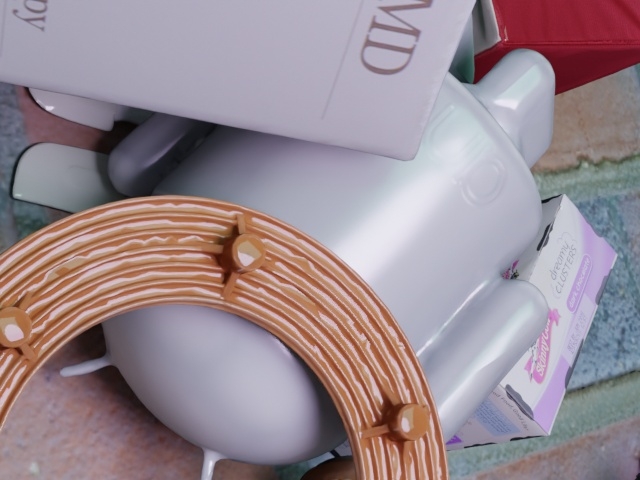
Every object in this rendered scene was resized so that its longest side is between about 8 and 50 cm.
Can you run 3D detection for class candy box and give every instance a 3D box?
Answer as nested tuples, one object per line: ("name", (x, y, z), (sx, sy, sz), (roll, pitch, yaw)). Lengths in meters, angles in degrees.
("candy box", (0.095, 0.067, 1.145), (0.070, 0.196, 0.165), (46, 52, -24))

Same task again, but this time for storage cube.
("storage cube", (0.133, -0.211, 1.259), (0.193, 0.215, 0.184), (-6, 82, -37))

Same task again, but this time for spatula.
("spatula", (-0.104, -0.086, 1.136), (0.242, 0.019, 0.168), (14, 68, -38))

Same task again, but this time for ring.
("ring", (-0.070, 0.142, 0.863), (0.336, 0.032, 0.337), (4, 82, -27))

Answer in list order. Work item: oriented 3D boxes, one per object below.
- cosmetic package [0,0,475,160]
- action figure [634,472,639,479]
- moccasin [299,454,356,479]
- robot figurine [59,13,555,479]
("cosmetic package", (-0.091, -0.296, 0.865), (0.393, 0.329, 0.327), (11, 51, -7))
("action figure", (0.228, 0.315, 1.220), (0.141, 0.164, 0.276), (45, 38, -55))
("moccasin", (0.080, 0.322, 1.109), (0.147, 0.139, 0.380), (-40, 114, -50))
("robot figurine", (0.000, 0.000, 1.039), (0.300, 0.200, 0.353), (38, 77, 23))
